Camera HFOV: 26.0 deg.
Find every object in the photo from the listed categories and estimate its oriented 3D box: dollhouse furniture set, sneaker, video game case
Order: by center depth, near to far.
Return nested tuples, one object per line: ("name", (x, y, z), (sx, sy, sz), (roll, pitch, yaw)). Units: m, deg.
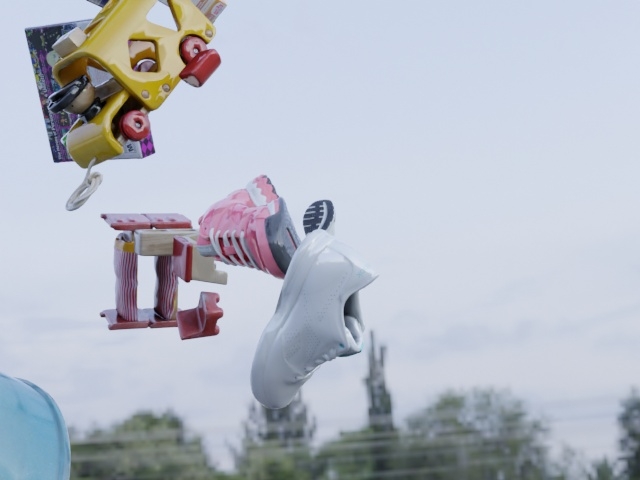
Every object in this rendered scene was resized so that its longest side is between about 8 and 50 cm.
("sneaker", (-0.003, 0.097, 1.364), (0.094, 0.212, 0.080), (29, 35, 15))
("sneaker", (0.000, 0.000, 1.706), (0.040, 0.109, 0.043), (-2, -30, 17))
("sneaker", (-0.101, 0.003, 1.927), (0.136, 0.115, 0.314), (-23, 16, -4))
("video game case", (-0.376, -0.244, 2.258), (0.210, 0.232, 0.042), (-1, 16, 37))
("dollhouse furniture set", (-0.279, 0.071, 2.405), (0.152, 0.201, 0.374), (-1, 9, -18))

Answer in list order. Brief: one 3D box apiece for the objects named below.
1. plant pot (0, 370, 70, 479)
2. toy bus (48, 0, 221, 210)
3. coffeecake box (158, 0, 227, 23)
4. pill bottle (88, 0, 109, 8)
("plant pot", (-0.393, 0.183, 1.134), (0.272, 0.271, 0.255), (-14, -38, 34))
("toy bus", (-0.191, -0.151, 1.257), (0.191, 0.104, 0.202), (-40, 20, 11))
("coffeecake box", (-0.277, -0.493, 2.586), (0.185, 0.142, 0.068), (26, -64, -35))
("pill bottle", (-0.357, -0.428, 1.879), (0.265, 0.153, 0.153), (24, -23, -17))
